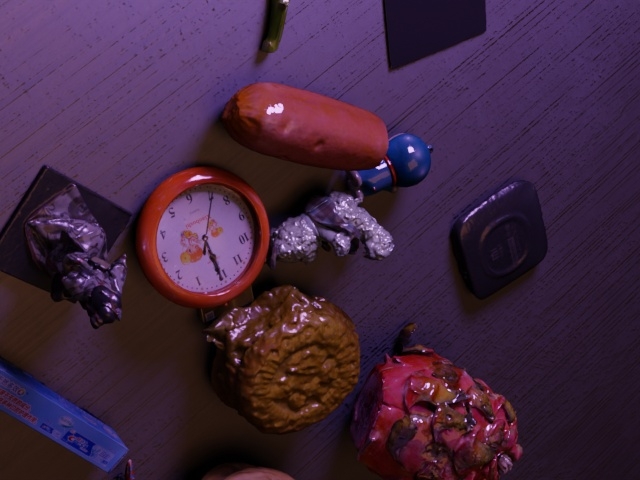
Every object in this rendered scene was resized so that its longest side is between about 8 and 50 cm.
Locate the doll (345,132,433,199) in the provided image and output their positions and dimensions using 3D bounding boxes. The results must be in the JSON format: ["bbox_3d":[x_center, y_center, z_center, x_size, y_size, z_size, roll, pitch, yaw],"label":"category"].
[{"bbox_3d":[0.114,-0.119,1.554,0.152,0.085,0.114,-26,142,-10],"label":"doll"}]

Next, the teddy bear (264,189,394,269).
[{"bbox_3d":[0.006,-0.020,1.496,0.213,0.133,0.111,-9,111,-19],"label":"teddy bear"}]

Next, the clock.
[{"bbox_3d":[-0.167,-0.004,1.401,0.205,0.051,0.205,-4,99,-29],"label":"clock"}]

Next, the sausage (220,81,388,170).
[{"bbox_3d":[-0.023,-0.162,1.404,0.259,0.113,0.113,9,108,-40],"label":"sausage"}]

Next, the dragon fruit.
[{"bbox_3d":[0.210,0.326,1.724,0.291,0.269,0.250,14,114,-11],"label":"dragon fruit"}]

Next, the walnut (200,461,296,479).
[{"bbox_3d":[-0.113,0.485,1.615,0.257,0.257,0.224,22,132,-42],"label":"walnut"}]

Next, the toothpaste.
[{"bbox_3d":[-0.386,0.245,1.382,0.053,0.066,0.272,-47,132,-5],"label":"toothpaste"}]

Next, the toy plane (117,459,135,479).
[{"bbox_3d":[-0.306,0.417,1.540,0.130,0.061,0.189,-11,115,-31],"label":"toy plane"}]

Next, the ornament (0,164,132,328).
[{"bbox_3d":[-0.295,0.035,1.252,0.166,0.196,0.153,31,94,-44],"label":"ornament"}]

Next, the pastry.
[{"bbox_3d":[-0.048,0.190,1.550,0.240,0.132,0.235,-29,135,-25],"label":"pastry"}]

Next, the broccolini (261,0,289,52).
[{"bbox_3d":[-0.042,-0.356,1.323,0.067,0.058,0.216,-1,115,-39],"label":"broccolini"}]

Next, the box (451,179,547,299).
[{"bbox_3d":[0.339,0.000,1.808,0.201,0.042,0.212,-33,128,-16],"label":"box"}]

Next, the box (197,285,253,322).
[{"bbox_3d":[-0.153,0.052,1.482,0.090,0.023,0.133,-24,126,-23],"label":"box"}]

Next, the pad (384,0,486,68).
[{"bbox_3d":[0.172,-0.428,1.479,0.202,0.005,0.300,-26,126,-24],"label":"pad"}]
